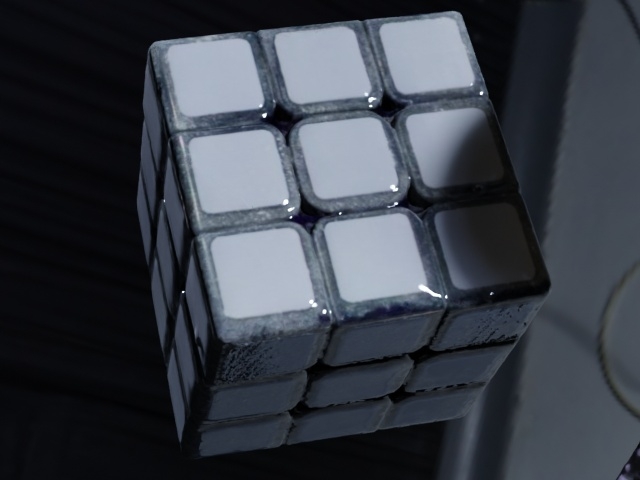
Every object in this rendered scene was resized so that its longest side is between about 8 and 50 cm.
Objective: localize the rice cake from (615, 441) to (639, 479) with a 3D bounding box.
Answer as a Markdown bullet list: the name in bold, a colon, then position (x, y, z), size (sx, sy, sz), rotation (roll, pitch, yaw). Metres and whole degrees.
- **rice cake**: position (0.208, 0.211, 1.015), size (0.064, 0.070, 0.399), rotation (37, 107, 28)

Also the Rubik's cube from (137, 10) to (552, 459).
- **Rubik's cube**: position (0.000, 0.000, 1.392), size (0.305, 0.300, 0.304), rotation (109, 151, -59)
